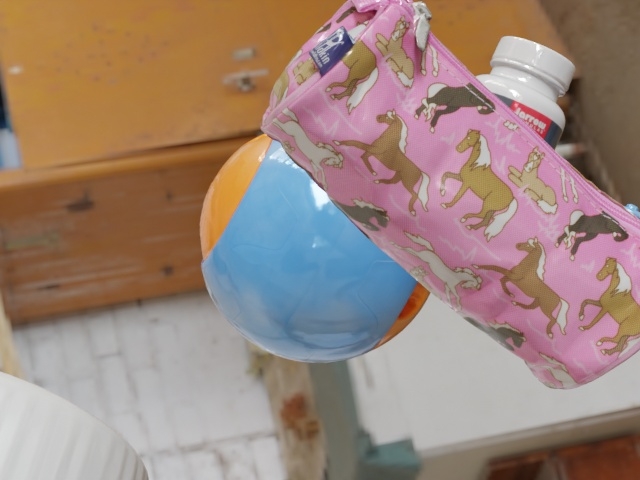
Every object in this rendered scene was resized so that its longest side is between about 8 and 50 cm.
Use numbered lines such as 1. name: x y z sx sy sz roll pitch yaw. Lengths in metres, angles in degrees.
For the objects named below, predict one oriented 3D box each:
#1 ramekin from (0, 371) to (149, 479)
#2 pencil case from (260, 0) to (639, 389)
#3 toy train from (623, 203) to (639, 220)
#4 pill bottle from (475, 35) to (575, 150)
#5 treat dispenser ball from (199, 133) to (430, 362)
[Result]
1. ramekin: -0.260 0.195 1.067 0.277 0.277 0.135 111 176 -62
2. pencil case: 0.132 -0.040 1.258 0.386 0.160 0.167 42 153 -10
3. toy train: 0.274 0.010 1.447 0.080 0.105 0.184 -66 -27 -11
4. pill bottle: 0.178 -0.103 1.437 0.180 0.108 0.108 -66 16 -3
5. treat dispenser ball: 0.000 0.000 1.717 0.288 0.288 0.288 171 90 -75
